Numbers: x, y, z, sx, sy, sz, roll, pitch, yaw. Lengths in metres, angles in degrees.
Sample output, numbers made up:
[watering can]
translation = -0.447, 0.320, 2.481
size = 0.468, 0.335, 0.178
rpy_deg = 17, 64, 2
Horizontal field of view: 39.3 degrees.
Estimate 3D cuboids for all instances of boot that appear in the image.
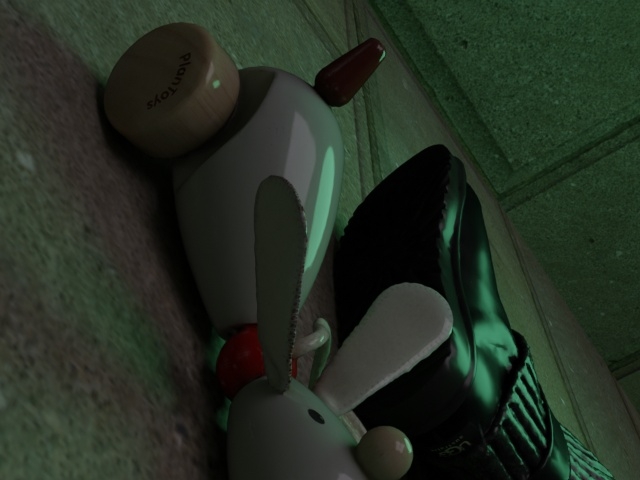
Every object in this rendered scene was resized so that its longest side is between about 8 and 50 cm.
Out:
[boot]
translation = 0.136, 0.098, 0.785
size = 0.260, 0.131, 0.348
rpy_deg = 43, 33, -26

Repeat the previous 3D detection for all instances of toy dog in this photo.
[toy dog]
translation = 0.000, 0.000, 0.517
size = 0.334, 0.161, 0.220
rpy_deg = 65, 18, 18
